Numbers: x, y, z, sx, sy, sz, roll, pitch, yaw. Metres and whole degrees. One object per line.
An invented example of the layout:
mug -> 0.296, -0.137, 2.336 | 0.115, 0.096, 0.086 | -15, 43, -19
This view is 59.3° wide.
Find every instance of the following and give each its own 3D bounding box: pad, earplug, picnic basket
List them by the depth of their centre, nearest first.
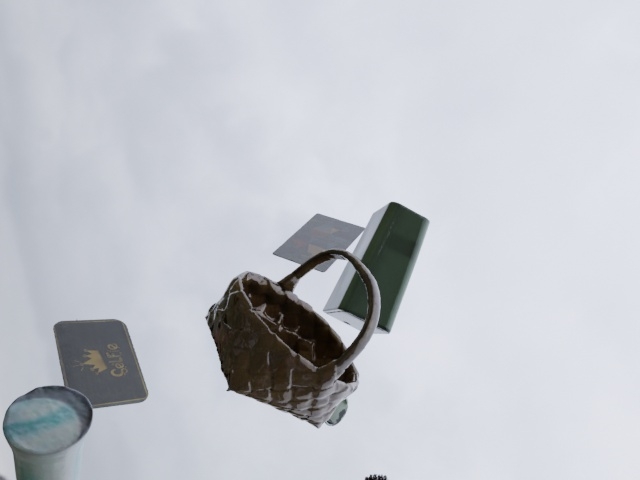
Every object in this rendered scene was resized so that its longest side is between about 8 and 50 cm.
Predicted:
picnic basket -> -0.019, 0.158, 1.115 | 0.293, 0.337, 0.337 | -123, -138, -50
pad -> 0.000, 0.000, 1.338 | 0.142, 0.211, 0.003 | 18, -52, 23
earplug -> -0.651, 0.523, 1.351 | 0.185, 0.184, 0.324 | 47, -47, 36
pad -> -0.679, 0.369, 1.834 | 0.375, 0.314, 0.063 | 53, -54, 39

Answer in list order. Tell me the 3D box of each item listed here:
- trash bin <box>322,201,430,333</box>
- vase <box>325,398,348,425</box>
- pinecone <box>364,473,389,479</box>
trash bin -> 0.167, 0.083, 1.607 | 0.344, 0.158, 0.223 | -63, -173, -15
vase -> -0.066, 0.526, 1.991 | 0.360, 0.165, 0.165 | 15, -71, 47
pinecone -> 0.164, 0.714, 1.628 | 0.083, 0.077, 0.077 | -18, -98, 23
